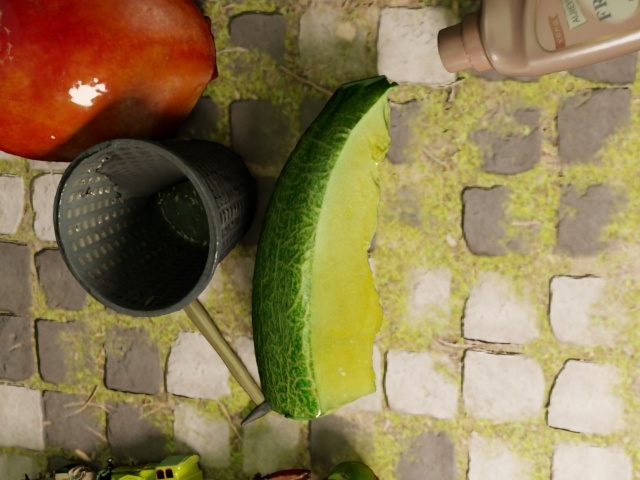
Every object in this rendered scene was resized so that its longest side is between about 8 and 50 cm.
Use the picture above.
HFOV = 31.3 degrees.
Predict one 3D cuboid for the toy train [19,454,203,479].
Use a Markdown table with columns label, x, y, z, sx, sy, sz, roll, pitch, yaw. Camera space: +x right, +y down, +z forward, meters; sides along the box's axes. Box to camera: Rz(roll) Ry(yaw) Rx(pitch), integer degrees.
| label | x | y | z | sx | sy | sz | roll | pitch | yaw |
| --- | --- | --- | --- | --- | --- | --- | --- | --- | --- |
| toy train | -0.243 | 0.288 | 1.280 | 0.250 | 0.053 | 0.085 | -12 | 87 | 25 |

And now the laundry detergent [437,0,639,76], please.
| label | x | y | z | sx | sy | sz | roll | pitch | yaw |
| --- | --- | --- | --- | --- | --- | --- | --- | --- | --- |
| laundry detergent | 0.209 | -0.235 | 0.991 | 0.237 | 0.076 | 0.171 | -12 | 94 | 26 |

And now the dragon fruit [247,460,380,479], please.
| label | x | y | z | sx | sy | sz | roll | pitch | yaw |
| --- | --- | --- | --- | --- | --- | --- | --- | --- | --- |
| dragon fruit | -0.018 | 0.351 | 1.126 | 0.295 | 0.130 | 0.268 | -9 | 54 | 33 |

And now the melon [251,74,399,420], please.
| label | x | y | z | sx | sy | sz | roll | pitch | yaw |
| --- | --- | --- | --- | --- | --- | --- | --- | --- | --- |
| melon | 0.000 | 0.000 | 1.095 | 0.124 | 0.196 | 0.323 | 2 | 93 | -14 |

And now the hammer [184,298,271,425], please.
| label | x | y | z | sx | sy | sz | roll | pitch | yaw |
| --- | --- | --- | --- | --- | --- | --- | --- | --- | --- |
| hammer | -0.116 | 0.106 | 1.215 | 0.062 | 0.013 | 0.199 | -39 | 83 | 23 |

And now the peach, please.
| label | x | y | z | sx | sy | sz | roll | pitch | yaw |
| --- | --- | --- | --- | --- | --- | --- | --- | --- | --- |
| peach | -0.271 | -0.215 | 1.145 | 0.338 | 0.281 | 0.281 | 15 | 108 | -17 |

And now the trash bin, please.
| label | x | y | z | sx | sy | sz | roll | pitch | yaw |
| --- | --- | --- | --- | --- | --- | --- | --- | --- | --- |
| trash bin | -0.148 | -0.028 | 1.121 | 0.175 | 0.161 | 0.175 | 5 | 105 | 18 |
